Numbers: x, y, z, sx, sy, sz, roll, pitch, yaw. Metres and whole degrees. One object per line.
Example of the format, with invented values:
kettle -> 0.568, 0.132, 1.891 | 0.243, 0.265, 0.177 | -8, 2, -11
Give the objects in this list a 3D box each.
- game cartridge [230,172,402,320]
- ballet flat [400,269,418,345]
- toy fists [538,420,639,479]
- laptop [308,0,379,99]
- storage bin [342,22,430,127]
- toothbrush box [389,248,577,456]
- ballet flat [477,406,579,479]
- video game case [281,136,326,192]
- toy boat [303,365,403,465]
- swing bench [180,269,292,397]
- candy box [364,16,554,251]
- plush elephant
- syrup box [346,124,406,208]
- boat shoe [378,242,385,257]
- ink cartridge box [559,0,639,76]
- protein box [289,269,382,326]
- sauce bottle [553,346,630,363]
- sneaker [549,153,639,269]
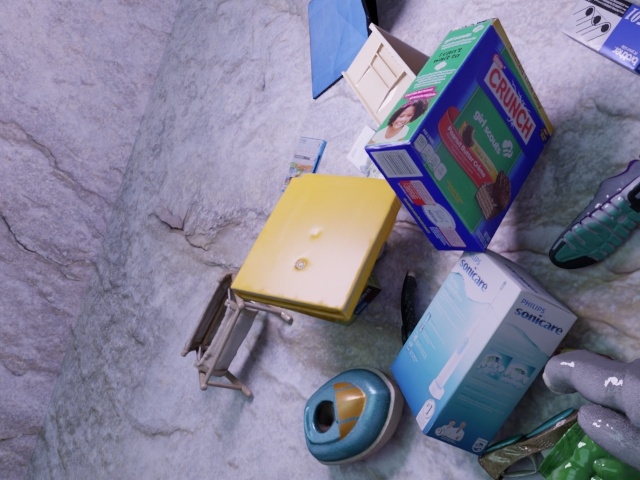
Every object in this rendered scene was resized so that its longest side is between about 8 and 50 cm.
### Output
game cartridge -> 0.000, 0.000, 1.485 | 0.285, 0.052, 0.323 | 8, 57, 34
ballet flat -> 0.193, 0.143, 1.486 | 0.057, 0.049, 0.173 | 84, -173, -65
toy fists -> 0.366, 0.411, 1.062 | 0.142, 0.096, 0.279 | 40, 106, 29
laptop -> 0.025, -0.676, 1.928 | 0.236, 0.408, 0.382 | -10, 61, 13
storage bin -> 0.213, -0.285, 1.462 | 0.123, 0.262, 0.260 | -52, 39, 25
toothbrush box -> 0.270, 0.182, 1.242 | 0.295, 0.126, 0.216 | -61, 19, 13
ballet flat -> 0.352, 0.341, 1.169 | 0.206, 0.073, 0.067 | -41, 71, 38
video game case -> -0.047, -0.204, 1.976 | 0.119, 0.015, 0.166 | 20, 90, 54
toy boat -> 0.061, 0.408, 1.433 | 0.267, 0.148, 0.318 | -40, 45, 34
swing bench -> -0.242, 0.238, 1.897 | 0.255, 0.165, 0.253 | 39, 106, 53
candy box -> 0.259, -0.182, 1.264 | 0.122, 0.268, 0.317 | 3, 51, 49
plush elephant -> 0.485, 0.266, 0.894 | 0.330, 0.272, 0.255 | -111, 3, -83
syrup box -> 0.163, -0.163, 1.612 | 0.093, 0.096, 0.237 | -58, 37, 16
boat shoe -> 0.096, -0.044, 1.670 | 0.075, 0.065, 0.206 | -40, 45, 35
ink cartridge box -> 0.531, -0.375, 1.272 | 0.097, 0.046, 0.207 | -57, 38, 19
protein box -> -0.003, 0.063, 1.632 | 0.136, 0.201, 0.200 | -50, 41, 25
sauce bottle -> 0.435, 0.198, 1.132 | 0.128, 0.042, 0.042 | 4, 78, 55
sneaker -> 0.473, -0.044, 1.188 | 0.224, 0.083, 0.098 | -43, 23, 26
